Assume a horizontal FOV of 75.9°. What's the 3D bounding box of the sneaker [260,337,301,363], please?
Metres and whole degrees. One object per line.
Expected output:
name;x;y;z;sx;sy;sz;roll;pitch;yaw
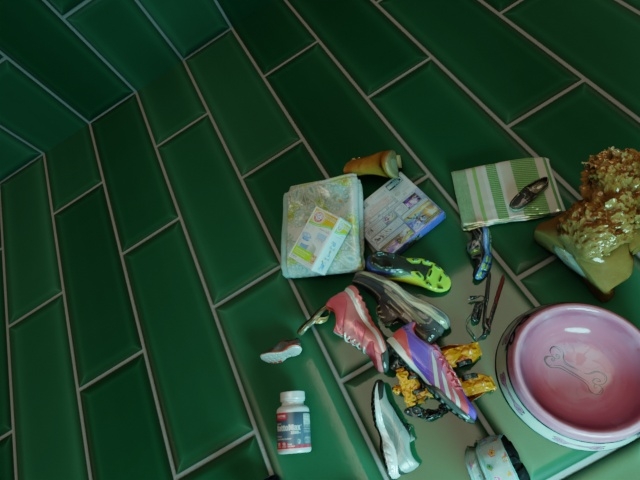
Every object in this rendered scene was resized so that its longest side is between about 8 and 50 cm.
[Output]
sneaker;-0.138;0.389;1.465;0.158;0.061;0.064;-17;35;11

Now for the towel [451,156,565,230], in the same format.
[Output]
towel;0.645;-0.167;1.437;0.325;0.038;0.247;-10;64;17

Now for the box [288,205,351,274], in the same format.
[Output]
box;0.000;0.000;1.420;0.114;0.103;0.203;30;90;30

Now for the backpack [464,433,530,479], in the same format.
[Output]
backpack;0.460;0.600;1.067;0.145;0.188;0.165;-21;62;10

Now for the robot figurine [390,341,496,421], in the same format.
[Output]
robot figurine;0.360;0.421;1.245;0.291;0.085;0.211;-19;62;10

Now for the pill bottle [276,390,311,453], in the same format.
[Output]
pill bottle;-0.088;0.582;1.320;0.108;0.108;0.180;-12;63;14

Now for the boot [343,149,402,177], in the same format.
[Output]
boot;0.185;-0.271;1.531;0.211;0.295;0.104;-7;102;20

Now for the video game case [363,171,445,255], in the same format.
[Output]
video game case;0.273;-0.087;1.517;0.270;0.061;0.244;-39;59;1

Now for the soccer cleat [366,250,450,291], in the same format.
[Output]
soccer cleat;0.297;0.107;1.402;0.289;0.121;0.093;17;70;2

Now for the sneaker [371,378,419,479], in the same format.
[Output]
sneaker;0.217;0.557;1.238;0.108;0.100;0.271;-13;66;-2

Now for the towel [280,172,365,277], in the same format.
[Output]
towel;0.004;-0.053;1.540;0.321;0.090;0.374;-9;72;28

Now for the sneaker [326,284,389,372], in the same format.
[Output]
sneaker;0.118;0.304;1.354;0.136;0.116;0.313;-22;56;-7

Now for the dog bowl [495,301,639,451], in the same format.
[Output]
dog bowl;0.700;0.350;1.117;0.408;0.150;0.407;-8;65;17

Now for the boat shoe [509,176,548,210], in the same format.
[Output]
boat shoe;0.691;-0.160;1.364;0.152;0.049;0.056;-41;59;-1

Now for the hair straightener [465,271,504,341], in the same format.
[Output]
hair straightener;0.517;0.208;1.314;0.089;0.047;0.230;15;77;25

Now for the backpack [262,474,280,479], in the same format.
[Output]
backpack;-0.152;0.783;1.247;0.084;0.114;0.105;-47;61;-5

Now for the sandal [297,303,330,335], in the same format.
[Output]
sandal;-0.006;0.277;1.453;0.180;0.072;0.049;-43;89;-11

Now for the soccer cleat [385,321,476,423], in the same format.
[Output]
soccer cleat;0.331;0.370;1.171;0.116;0.108;0.318;-42;58;-7

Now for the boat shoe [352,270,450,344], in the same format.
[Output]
boat shoe;0.242;0.219;1.352;0.356;0.132;0.130;28;78;29

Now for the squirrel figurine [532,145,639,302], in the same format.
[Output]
squirrel figurine;0.828;-0.080;1.124;0.370;0.397;0.281;-41;55;9

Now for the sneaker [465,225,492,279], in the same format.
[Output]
sneaker;0.528;0.043;1.375;0.078;0.067;0.188;-8;64;40
